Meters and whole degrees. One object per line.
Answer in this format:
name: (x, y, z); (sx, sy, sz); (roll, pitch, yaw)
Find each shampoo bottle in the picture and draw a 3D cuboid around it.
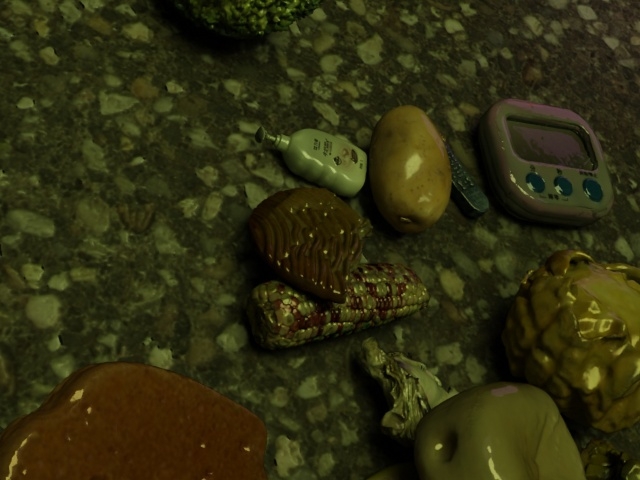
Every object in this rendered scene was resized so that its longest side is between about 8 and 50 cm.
shampoo bottle: (-0.015, -0.112, 1.528); (0.152, 0.045, 0.077); (22, 53, -19)

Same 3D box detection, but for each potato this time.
potato: (0.116, -0.097, 1.555); (0.118, 0.109, 0.178); (30, 44, -40)

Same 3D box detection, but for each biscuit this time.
biscuit: (-0.186, 0.314, 1.082); (0.349, 0.078, 0.455); (56, 46, -22)
biscuit: (0.000, -0.001, 1.411); (0.176, 0.031, 0.228); (-4, 33, -29)

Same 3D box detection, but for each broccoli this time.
broccoli: (-0.116, -0.359, 1.535); (0.226, 0.176, 0.198); (55, 43, -12)

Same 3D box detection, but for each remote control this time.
remote control: (0.180, -0.096, 1.656); (0.044, 0.027, 0.152); (-26, 76, -34)

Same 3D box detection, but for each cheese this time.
cheese: (0.206, 0.257, 1.281); (0.218, 0.117, 0.235); (58, 33, 6)

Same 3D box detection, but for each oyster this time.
oyster: (0.113, 0.194, 1.410); (0.191, 0.081, 0.163); (58, 23, 10)

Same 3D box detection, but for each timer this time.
timer: (0.326, -0.111, 1.728); (0.209, 0.069, 0.190); (6, 59, -28)

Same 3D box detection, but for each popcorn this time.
popcorn: (0.351, 0.131, 1.518); (0.250, 0.190, 0.250); (11, 61, -20)

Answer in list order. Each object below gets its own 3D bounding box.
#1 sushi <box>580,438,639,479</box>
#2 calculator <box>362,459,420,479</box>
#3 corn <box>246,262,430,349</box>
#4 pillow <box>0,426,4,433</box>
sushi: (0.323, 0.366, 1.356); (0.167, 0.179, 0.296); (47, 48, -15)
calculator: (0.143, 0.303, 1.329); (0.237, 0.033, 0.157); (2, 36, -50)
corn: (0.026, 0.071, 1.415); (0.253, 0.086, 0.086); (-9, 68, -36)
pillow: (-0.336, 0.254, 1.056); (0.169, 0.059, 0.255); (43, 38, -15)
